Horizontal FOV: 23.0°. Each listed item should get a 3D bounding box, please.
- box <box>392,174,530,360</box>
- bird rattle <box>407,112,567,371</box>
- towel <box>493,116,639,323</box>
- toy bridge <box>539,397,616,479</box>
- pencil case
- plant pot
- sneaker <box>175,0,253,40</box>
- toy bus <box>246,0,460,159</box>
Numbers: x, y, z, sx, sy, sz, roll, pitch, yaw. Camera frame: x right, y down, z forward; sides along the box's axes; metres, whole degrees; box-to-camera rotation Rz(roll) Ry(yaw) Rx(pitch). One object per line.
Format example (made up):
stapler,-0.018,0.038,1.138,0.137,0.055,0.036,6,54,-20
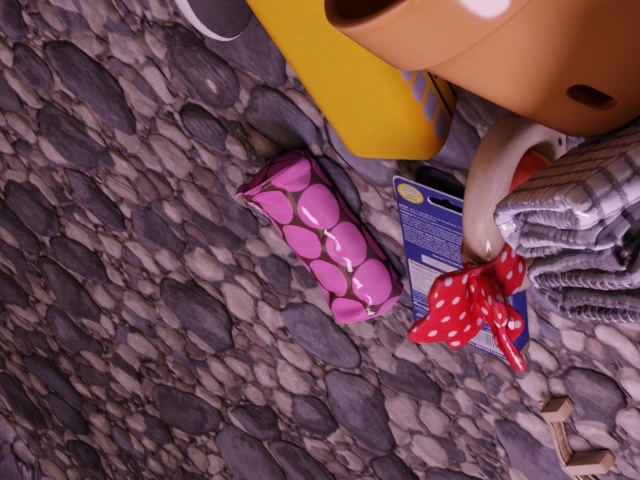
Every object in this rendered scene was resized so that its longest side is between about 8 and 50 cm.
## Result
box,0.150,0.023,1.652,0.136,0.036,0.225,23,144,30
bird rattle,0.167,-0.012,1.413,0.143,0.253,0.206,12,113,41
towel,0.267,-0.042,1.128,0.121,0.235,0.284,56,174,-3
toy bridge,0.301,0.250,1.764,0.188,0.026,0.063,52,149,-13
pencil case,0.000,0.000,1.746,0.098,0.095,0.209,-30,105,22
plant pot,0.172,-0.212,1.141,0.203,0.291,0.291,36,152,-20
sneaker,-0.063,-0.285,1.455,0.147,0.104,0.295,32,143,28
toy bus,0.023,-0.207,1.357,0.108,0.130,0.332,5,155,26
